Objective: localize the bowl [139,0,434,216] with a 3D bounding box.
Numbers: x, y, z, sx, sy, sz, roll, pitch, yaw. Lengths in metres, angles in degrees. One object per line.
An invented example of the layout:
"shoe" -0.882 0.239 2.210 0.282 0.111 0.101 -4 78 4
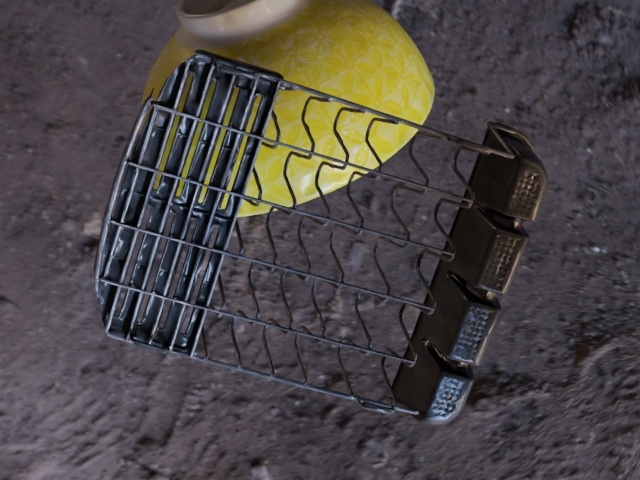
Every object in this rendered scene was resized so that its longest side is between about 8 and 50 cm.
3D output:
"bowl" -0.052 -0.166 1.054 0.289 0.289 0.156 -10 123 20

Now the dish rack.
"dish rack" 0.000 0.000 0.720 0.271 0.074 0.208 16 101 -16
